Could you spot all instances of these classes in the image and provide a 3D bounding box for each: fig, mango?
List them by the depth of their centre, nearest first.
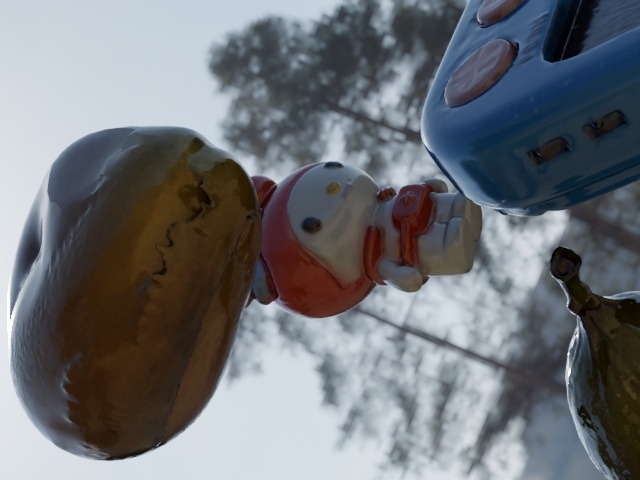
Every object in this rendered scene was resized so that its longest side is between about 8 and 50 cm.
[{"bbox_3d":[-0.108,0.034,0.936,0.166,0.136,0.236,-96,24,-46],"label":"mango"},{"bbox_3d":[0.229,0.094,1.079,0.145,0.274,0.170,-48,30,0],"label":"fig"}]

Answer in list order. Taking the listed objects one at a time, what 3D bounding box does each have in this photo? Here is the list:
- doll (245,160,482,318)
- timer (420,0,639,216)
[{"bbox_3d":[0.000,0.000,1.441,0.130,0.290,0.161,66,-150,-42],"label":"doll"},{"bbox_3d":[0.227,-0.162,1.083,0.309,0.115,0.340,-26,26,36],"label":"timer"}]
